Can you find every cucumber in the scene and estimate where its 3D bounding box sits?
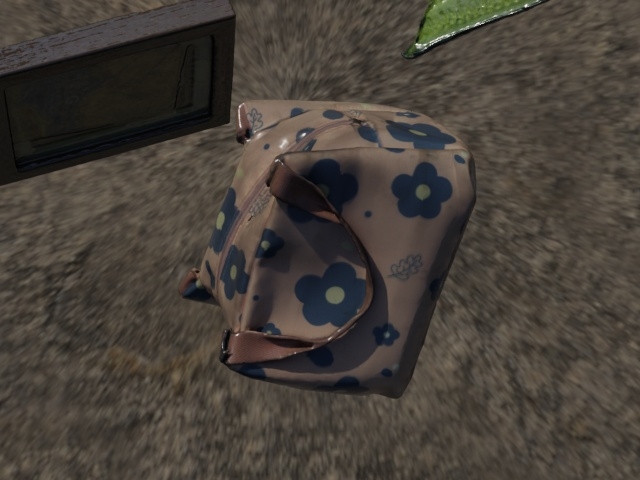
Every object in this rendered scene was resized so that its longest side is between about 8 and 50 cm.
[{"bbox_3d":[0.173,-0.254,1.610,0.220,0.046,0.070,-22,99,6],"label":"cucumber"}]

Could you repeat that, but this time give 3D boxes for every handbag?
[{"bbox_3d":[0.000,0.000,1.422,0.193,0.190,0.251,6,113,-29],"label":"handbag"}]

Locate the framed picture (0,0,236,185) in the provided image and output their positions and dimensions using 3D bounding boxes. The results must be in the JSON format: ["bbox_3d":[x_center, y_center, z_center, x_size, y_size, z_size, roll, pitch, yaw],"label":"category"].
[{"bbox_3d":[-0.140,-0.099,1.063,0.168,0.128,0.023,-17,63,-14],"label":"framed picture"}]
